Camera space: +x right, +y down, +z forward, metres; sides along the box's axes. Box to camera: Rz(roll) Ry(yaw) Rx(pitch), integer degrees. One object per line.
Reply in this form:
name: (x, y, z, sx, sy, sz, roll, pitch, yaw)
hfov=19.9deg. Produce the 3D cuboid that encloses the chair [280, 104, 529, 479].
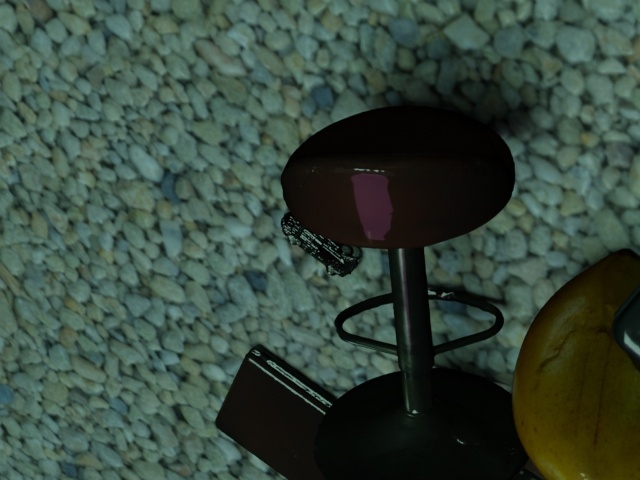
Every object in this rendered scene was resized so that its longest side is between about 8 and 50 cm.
chair: (0.084, 0.039, 1.721, 0.226, 0.226, 0.401, 13, 129, 27)

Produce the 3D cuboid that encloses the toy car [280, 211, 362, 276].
toy car: (0.000, 0.000, 1.891, 0.093, 0.025, 0.041, 40, 134, -2)

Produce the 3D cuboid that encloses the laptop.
laptop: (-0.016, 0.223, 2.075, 0.207, 0.026, 0.154, 35, 137, 9)

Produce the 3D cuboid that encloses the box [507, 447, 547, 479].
box: (0.214, 0.263, 1.867, 0.151, 0.135, 0.151, 20, 129, 26)

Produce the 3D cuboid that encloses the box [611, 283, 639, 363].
box: (0.374, 0.041, 1.556, 0.160, 0.050, 0.230, 40, 96, 2)

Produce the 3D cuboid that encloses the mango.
mango: (0.258, 0.139, 1.652, 0.187, 0.257, 0.138, 26, 134, 16)
